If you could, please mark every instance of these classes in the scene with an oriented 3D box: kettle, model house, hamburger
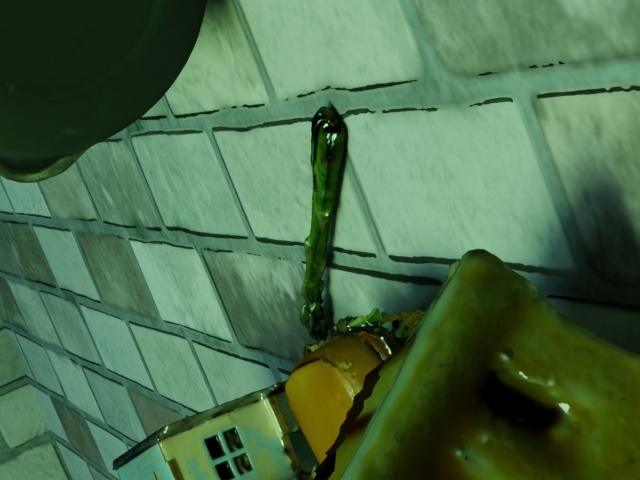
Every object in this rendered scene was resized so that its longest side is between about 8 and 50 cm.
[{"bbox_3d":[-0.235,-0.228,1.079,0.377,0.250,0.361,13,97,64],"label":"kettle"},{"bbox_3d":[-0.025,0.209,1.072,0.206,0.178,0.271,69,159,8],"label":"model house"},{"bbox_3d":[0.049,0.099,0.882,0.137,0.087,0.166,64,163,0],"label":"hamburger"},{"bbox_3d":[0.097,0.165,0.700,0.239,0.173,0.268,29,133,1],"label":"model house"}]

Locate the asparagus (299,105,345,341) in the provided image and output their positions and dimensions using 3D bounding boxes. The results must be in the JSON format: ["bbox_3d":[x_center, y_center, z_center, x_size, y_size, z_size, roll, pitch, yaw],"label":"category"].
[{"bbox_3d":[0.000,0.000,0.996,0.233,0.023,0.022,93,-169,-54],"label":"asparagus"}]
